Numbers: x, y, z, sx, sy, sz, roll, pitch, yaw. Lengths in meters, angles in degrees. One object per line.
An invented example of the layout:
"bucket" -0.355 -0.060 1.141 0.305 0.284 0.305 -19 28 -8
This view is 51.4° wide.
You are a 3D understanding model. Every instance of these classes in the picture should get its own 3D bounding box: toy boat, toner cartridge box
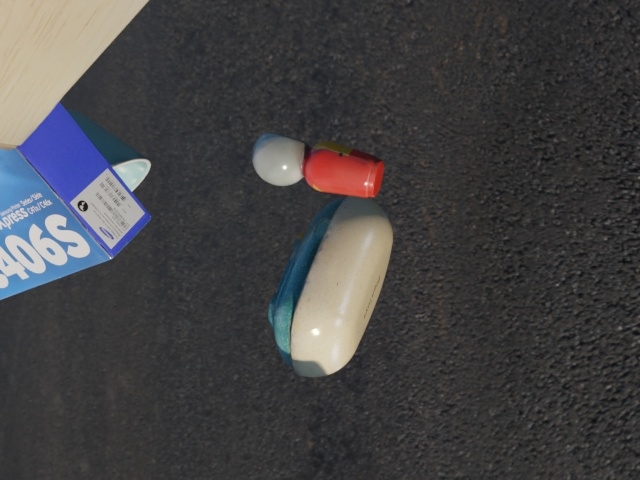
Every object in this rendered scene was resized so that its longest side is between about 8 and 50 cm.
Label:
"toy boat" 0.000 0.000 0.833 0.148 0.267 0.318 14 139 16
"toner cartridge box" -0.361 -0.025 0.741 0.348 0.075 0.165 -17 117 38

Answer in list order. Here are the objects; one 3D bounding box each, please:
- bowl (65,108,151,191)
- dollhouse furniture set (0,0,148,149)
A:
"bowl" -0.459 -0.102 1.106 0.312 0.311 0.163 -37 92 36
"dollhouse furniture set" -0.251 -0.178 0.197 0.257 0.394 0.361 -26 67 42
